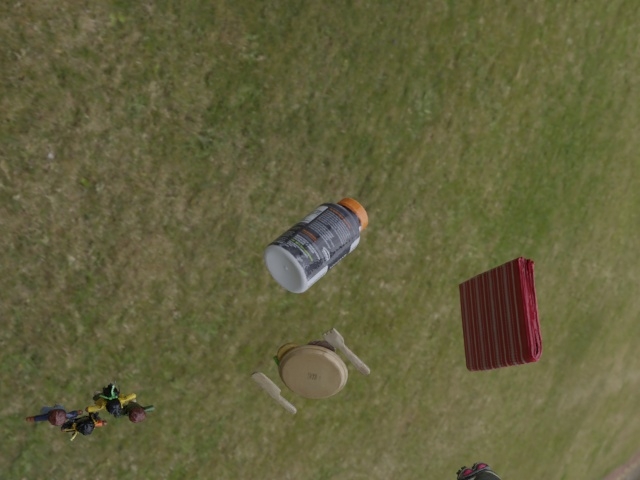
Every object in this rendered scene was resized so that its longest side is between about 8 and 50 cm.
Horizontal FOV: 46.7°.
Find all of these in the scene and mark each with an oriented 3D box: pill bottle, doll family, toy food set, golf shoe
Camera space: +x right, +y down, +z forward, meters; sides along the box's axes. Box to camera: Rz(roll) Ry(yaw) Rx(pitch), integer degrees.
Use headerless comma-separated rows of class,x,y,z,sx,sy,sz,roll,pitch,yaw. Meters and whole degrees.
pill bottle,0.000,0.000,1.660,0.246,0.131,0.130,-39,139,-33
doll family,-0.372,0.280,1.206,0.193,0.111,0.075,-17,96,-24
toy food set,-0.015,0.225,1.310,0.132,0.192,0.038,49,26,-20
golf shoe,0.323,0.635,1.775,0.273,0.120,0.105,-28,115,-16

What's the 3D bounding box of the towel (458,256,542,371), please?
towel,0.352,0.154,1.473,0.031,0.275,0.198,2,76,-15
